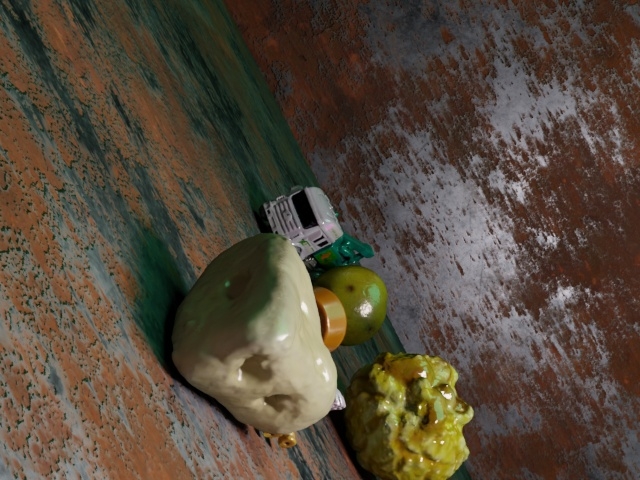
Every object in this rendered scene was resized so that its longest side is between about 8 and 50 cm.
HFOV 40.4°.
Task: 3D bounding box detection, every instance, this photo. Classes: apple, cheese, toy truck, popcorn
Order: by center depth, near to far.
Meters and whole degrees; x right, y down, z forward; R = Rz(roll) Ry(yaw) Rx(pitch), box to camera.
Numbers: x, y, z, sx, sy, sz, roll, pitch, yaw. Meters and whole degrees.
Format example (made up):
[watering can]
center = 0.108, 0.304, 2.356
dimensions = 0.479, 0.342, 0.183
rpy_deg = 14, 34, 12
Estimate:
[cheese]
center = -0.081, 0.121, 1.168
dimensions = 0.251, 0.174, 0.247
rpy_deg = 55, 20, -41
[popcorn]
center = 0.177, 0.361, 1.736
dimensions = 0.282, 0.247, 0.282
rpy_deg = 24, 45, -26
[apple]
center = 0.062, 0.146, 2.016
dimensions = 0.157, 0.196, 0.196
rpy_deg = 16, 34, -28
[toy truck]
center = -0.007, 0.003, 2.096
dimensions = 0.363, 0.178, 0.176
rpy_deg = 44, 20, -59

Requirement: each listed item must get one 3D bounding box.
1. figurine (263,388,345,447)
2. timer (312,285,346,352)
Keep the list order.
[figurine]
center = -0.053, 0.194, 1.321
dimensions = 0.174, 0.116, 0.240
rpy_deg = 53, 15, -40
[timer]
center = -0.045, 0.156, 1.610
dimensions = 0.152, 0.132, 0.132
rpy_deg = -4, 65, -56
